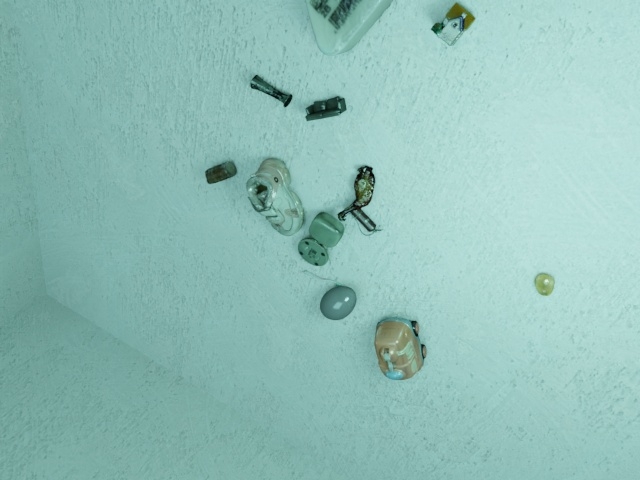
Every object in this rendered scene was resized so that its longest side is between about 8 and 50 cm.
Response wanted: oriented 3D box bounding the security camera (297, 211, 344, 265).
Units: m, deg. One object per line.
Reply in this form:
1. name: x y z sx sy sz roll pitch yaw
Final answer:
1. security camera: 0.000 0.000 2.008 0.157 0.080 0.301 34 137 3

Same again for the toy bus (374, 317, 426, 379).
1. toy bus: 0.346 0.495 2.014 0.194 0.232 0.288 -8 111 28

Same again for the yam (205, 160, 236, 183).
1. yam: -0.460 -0.310 2.065 0.141 0.079 0.079 -12 111 30

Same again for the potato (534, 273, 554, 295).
1. potato: 0.835 0.165 1.675 0.068 0.062 0.083 3 91 56

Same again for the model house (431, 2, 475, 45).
1. model house: 0.410 -0.671 1.393 0.088 0.100 0.100 43 126 2

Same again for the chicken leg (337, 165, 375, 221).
1. chicken leg: 0.153 -0.179 1.812 0.106 0.051 0.253 28 109 3

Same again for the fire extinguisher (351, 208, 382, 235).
1. fire extinguisher: 0.182 -0.077 1.880 0.078 0.045 0.157 -44 94 -1

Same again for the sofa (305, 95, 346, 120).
1. sofa: 0.017 -0.501 1.704 0.147 0.085 0.060 -2 119 29

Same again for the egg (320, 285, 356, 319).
1. egg: 0.084 0.288 2.079 0.146 0.146 0.198 46 120 -3

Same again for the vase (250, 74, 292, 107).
1. vase: -0.194 -0.590 1.780 0.167 0.059 0.059 32 127 8

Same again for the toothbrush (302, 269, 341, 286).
1. toothbrush: 0.007 0.179 2.140 0.204 0.017 0.022 20 105 15

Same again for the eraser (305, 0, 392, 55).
1. eraser: 0.077 -0.770 1.481 0.331 0.150 0.331 14 124 21

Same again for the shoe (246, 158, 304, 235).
1. shoe: -0.212 -0.162 1.944 0.171 0.198 0.351 -8 112 32
